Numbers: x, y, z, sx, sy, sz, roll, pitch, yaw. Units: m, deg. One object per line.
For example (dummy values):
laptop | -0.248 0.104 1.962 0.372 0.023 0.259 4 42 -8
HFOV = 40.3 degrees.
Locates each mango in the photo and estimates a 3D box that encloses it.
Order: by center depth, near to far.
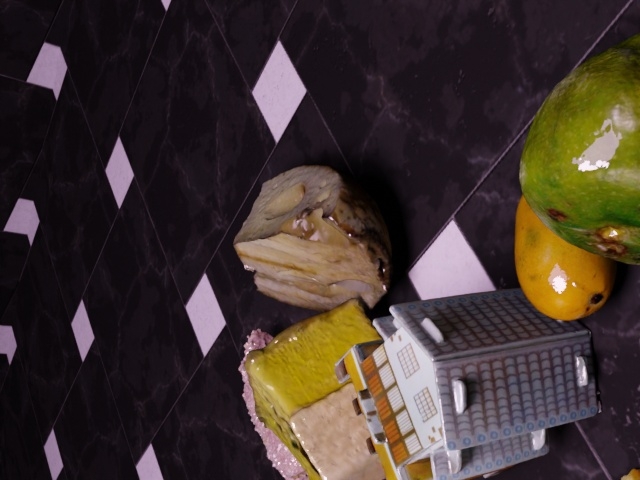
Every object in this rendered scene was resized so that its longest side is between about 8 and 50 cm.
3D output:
mango | 0.260 0.006 0.940 0.111 0.089 0.163 -21 64 49

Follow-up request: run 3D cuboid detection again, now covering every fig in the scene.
fig | 0.300 -0.114 0.831 0.203 0.203 0.235 -19 47 54

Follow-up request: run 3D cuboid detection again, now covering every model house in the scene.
model house | 0.162 0.165 0.987 0.215 0.224 0.198 -49 52 50
model house | 0.039 0.224 1.147 0.234 0.193 0.175 43 153 48

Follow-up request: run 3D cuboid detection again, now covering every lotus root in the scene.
lotus root | 0.002 -0.005 1.278 0.314 0.142 0.210 5 137 47

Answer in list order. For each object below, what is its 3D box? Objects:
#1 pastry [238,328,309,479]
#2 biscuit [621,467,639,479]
pastry | -0.059 0.276 1.407 0.112 0.102 0.265 -56 47 32
biscuit | 0.295 0.363 0.950 0.139 0.016 0.231 -97 29 -43
